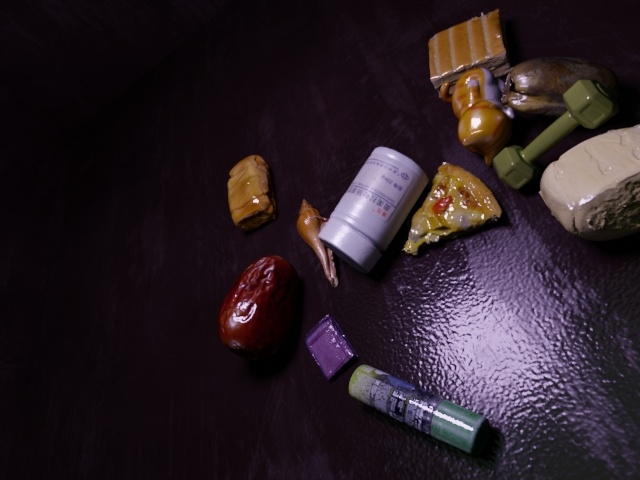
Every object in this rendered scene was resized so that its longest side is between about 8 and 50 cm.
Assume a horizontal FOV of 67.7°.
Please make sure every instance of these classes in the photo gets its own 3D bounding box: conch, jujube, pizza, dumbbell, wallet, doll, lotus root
[{"bbox_3d":[0.001,0.002,1.538,0.109,0.093,0.330,-24,70,2],"label":"conch"},{"bbox_3d":[-0.178,0.201,1.450,0.223,0.223,0.317,-7,49,34],"label":"jujube"},{"bbox_3d":[0.338,-0.066,1.320,0.287,0.075,0.280,-47,44,4],"label":"pizza"},{"bbox_3d":[0.562,-0.252,1.164,0.302,0.121,0.108,-50,8,44],"label":"dumbbell"},{"bbox_3d":[0.024,0.302,1.357,0.111,0.030,0.166,-43,46,6],"label":"wallet"},{"bbox_3d":[0.458,-0.364,1.357,0.162,0.167,0.269,-45,35,42],"label":"doll"},{"bbox_3d":[0.610,-0.386,1.212,0.275,0.151,0.160,11,33,5],"label":"lotus root"}]

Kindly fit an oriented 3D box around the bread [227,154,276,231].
[{"bbox_3d":[-0.261,-0.186,1.817,0.167,0.132,0.294,-33,49,25],"label":"bread"}]

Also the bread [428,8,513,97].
[{"bbox_3d":[0.476,-0.602,1.527,0.239,0.111,0.245,-14,53,27],"label":"bread"}]

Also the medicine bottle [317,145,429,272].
[{"bbox_3d":[0.151,-0.086,1.395,0.190,0.190,0.332,27,82,44],"label":"medicine bottle"}]

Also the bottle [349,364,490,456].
[{"bbox_3d":[0.219,0.388,1.111,0.330,0.093,0.093,13,72,42],"label":"bottle"}]

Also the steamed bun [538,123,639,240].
[{"bbox_3d":[0.646,-0.122,1.058,0.273,0.166,0.232,-30,28,16],"label":"steamed bun"}]
